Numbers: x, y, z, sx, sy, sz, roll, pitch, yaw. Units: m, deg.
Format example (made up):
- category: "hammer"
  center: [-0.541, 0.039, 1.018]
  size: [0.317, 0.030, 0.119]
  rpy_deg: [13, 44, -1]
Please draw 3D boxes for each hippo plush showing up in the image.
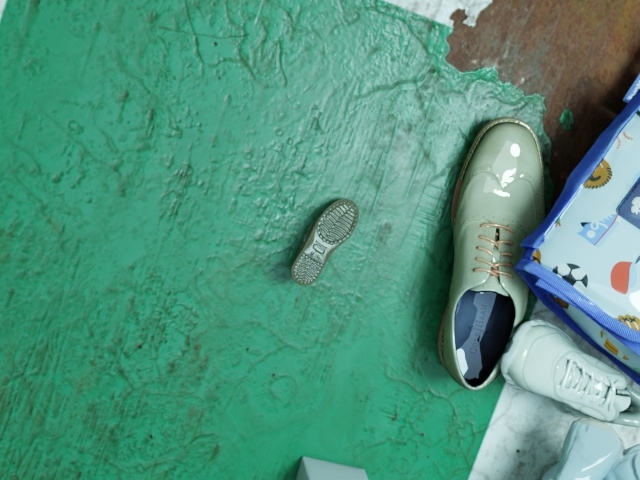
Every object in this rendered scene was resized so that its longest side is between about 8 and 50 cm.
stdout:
- category: "hippo plush"
  center: [0.381, 0.424, 1.162]
  size: [0.294, 0.236, 0.234]
  rpy_deg: [-41, 69, -15]

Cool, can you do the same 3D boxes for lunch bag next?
- category: "lunch bag"
  center: [0.486, 0.020, 1.108]
  size: [0.385, 0.239, 0.328]
  rpy_deg: [38, 85, -20]

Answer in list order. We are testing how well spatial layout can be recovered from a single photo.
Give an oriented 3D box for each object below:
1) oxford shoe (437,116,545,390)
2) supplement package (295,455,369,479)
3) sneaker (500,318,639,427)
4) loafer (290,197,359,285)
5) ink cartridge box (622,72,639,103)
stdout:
- category: "oxford shoe"
  center: [0.254, 0.023, 1.143]
  size: [0.140, 0.146, 0.397]
  rpy_deg: [5, 96, 5]
- category: "supplement package"
  center: [0.003, 0.432, 1.196]
  size: [0.105, 0.105, 0.179]
  rpy_deg: [15, 96, -8]
- category: "sneaker"
  center: [0.369, 0.196, 1.149]
  size: [0.292, 0.118, 0.110]
  rpy_deg: [27, 87, -37]
- category: "loafer"
  center: [0.000, 0.000, 1.168]
  size: [0.056, 0.050, 0.148]
  rpy_deg: [42, 75, -14]
- category: "ink cartridge box"
  center: [0.608, -0.200, 1.208]
  size: [0.311, 0.065, 0.186]
  rpy_deg: [31, 93, -12]
